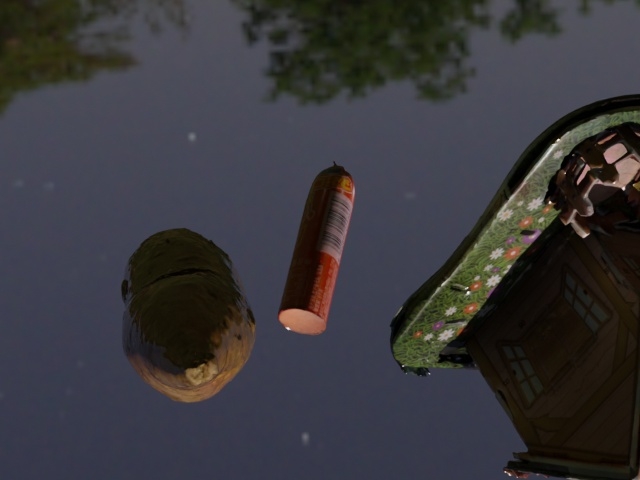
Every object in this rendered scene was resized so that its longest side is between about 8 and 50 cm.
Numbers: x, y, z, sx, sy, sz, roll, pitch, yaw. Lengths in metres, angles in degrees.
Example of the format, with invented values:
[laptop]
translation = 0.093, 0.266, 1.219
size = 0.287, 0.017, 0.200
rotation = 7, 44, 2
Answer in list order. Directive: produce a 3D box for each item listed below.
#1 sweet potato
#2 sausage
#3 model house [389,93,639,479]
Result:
[sweet potato]
translation = -0.116, 0.085, 1.478
size = 0.131, 0.131, 0.336
rotation = -5, -164, -5
[sausage]
translation = 0.000, 0.000, 1.107
size = 0.034, 0.034, 0.129
rotation = 2, -124, 16
[model house]
translation = 0.211, 0.054, 0.905
size = 0.294, 0.207, 0.154
rotation = 6, -138, -42
